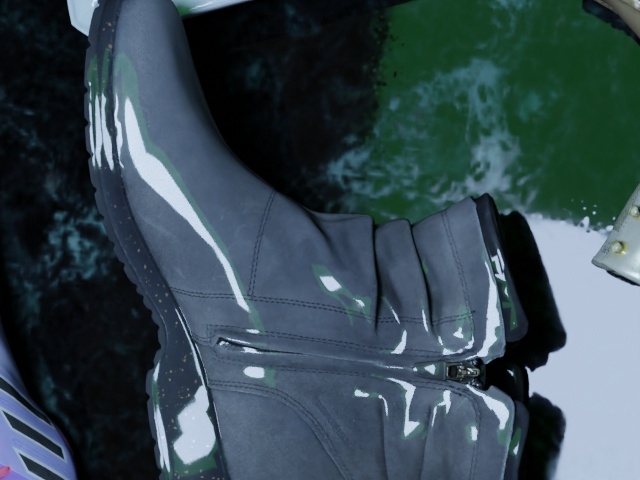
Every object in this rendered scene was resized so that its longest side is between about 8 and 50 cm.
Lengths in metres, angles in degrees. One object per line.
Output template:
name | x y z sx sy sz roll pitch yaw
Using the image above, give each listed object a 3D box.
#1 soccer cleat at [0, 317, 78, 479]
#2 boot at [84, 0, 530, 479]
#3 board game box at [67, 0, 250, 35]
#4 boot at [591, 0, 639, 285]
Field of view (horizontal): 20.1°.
soccer cleat | -0.217 0.088 1.102 0.083 0.095 0.248 -22 78 14
boot | 0.000 0.000 1.045 0.222 0.118 0.338 -13 94 13
board game box | 0.003 -0.348 1.104 0.390 0.050 0.390 -13 81 15
boot | 0.192 -0.058 1.003 0.213 0.077 0.165 35 97 17
